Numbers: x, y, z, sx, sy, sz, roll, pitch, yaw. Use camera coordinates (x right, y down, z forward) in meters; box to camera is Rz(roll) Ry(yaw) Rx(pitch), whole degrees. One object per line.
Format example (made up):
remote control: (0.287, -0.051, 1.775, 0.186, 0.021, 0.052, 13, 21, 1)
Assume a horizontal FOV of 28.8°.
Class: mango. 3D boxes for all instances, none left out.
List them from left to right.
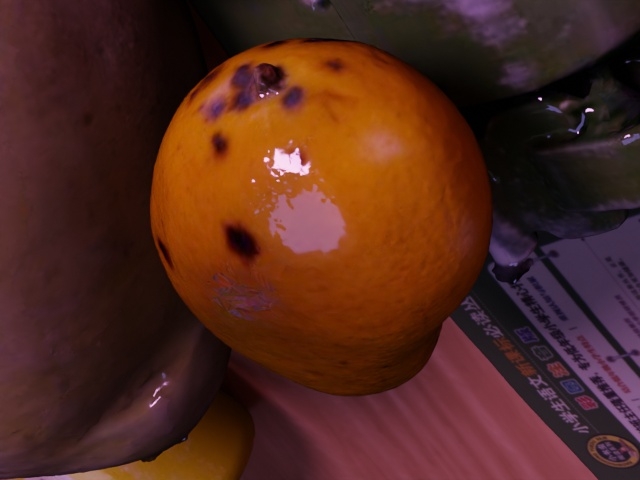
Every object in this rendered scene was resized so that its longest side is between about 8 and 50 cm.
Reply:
mango: (-0.003, -0.002, 0.436, 0.115, 0.090, 0.178, 23, 157, 4)

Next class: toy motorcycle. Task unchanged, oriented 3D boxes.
toy motorcycle: (0.066, -0.090, 0.450, 0.275, 0.127, 0.205, -6, 130, 42)

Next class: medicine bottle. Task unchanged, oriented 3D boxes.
medicine bottle: (-0.155, 0.096, 0.762, 0.212, 0.122, 0.122, 39, 139, -13)

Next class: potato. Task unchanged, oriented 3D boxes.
potato: (-0.159, -0.039, 0.524, 0.243, 0.221, 0.326, 14, 140, 21)

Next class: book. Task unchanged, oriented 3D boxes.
book: (0.196, 0.033, 0.578, 0.264, 0.027, 0.202, -21, 122, 41)
